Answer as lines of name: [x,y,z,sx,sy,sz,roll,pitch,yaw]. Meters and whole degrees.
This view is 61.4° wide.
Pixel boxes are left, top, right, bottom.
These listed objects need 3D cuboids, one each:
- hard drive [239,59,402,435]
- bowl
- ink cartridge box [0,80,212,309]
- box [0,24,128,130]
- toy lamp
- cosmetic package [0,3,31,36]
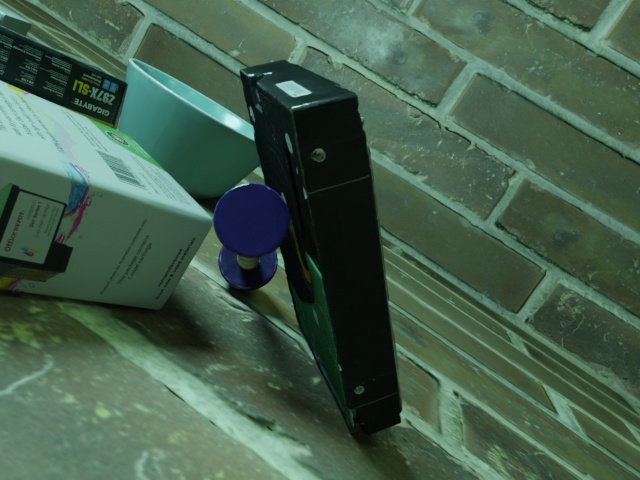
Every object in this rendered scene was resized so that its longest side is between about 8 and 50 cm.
hard drive: [0.000,0.000,0.560,0.064,0.339,0.237,-16,27,-11]
bowl: [-0.254,-0.191,1.028,0.311,0.163,0.311,31,10,-6]
ink cartridge box: [-0.270,-0.054,0.477,0.201,0.117,0.278,41,13,36]
box: [-0.458,-0.239,0.685,0.257,0.079,0.322,21,3,36]
toy lamp: [-0.082,0.011,0.620,0.080,0.080,0.274,33,-13,0]
cosmetic package: [-0.630,-0.378,0.890,0.238,0.127,0.107,29,10,-10]
